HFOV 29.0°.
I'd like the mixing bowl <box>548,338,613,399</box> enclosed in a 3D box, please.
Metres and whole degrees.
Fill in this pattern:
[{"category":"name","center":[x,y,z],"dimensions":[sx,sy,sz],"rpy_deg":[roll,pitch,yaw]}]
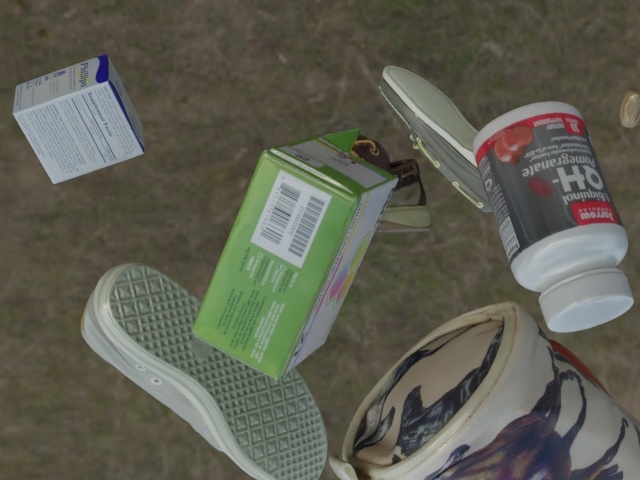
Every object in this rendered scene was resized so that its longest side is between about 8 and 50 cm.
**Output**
[{"category":"mixing bowl","center":[0.201,0.158,1.251],"dimensions":[0.181,0.098,0.181],"rpy_deg":[-13,153,-7]}]

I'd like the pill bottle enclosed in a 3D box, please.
[{"category":"pill bottle","center":[0.352,-0.032,1.844],"dimensions":[0.176,0.319,0.176],"rpy_deg":[-13,157,-6]}]

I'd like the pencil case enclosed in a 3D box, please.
[{"category":"pencil case","center":[0.190,0.219,0.876],"dimensions":[0.410,0.183,0.160],"rpy_deg":[44,158,-20]}]

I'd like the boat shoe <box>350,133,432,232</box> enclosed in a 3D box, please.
[{"category":"boat shoe","center":[0.030,-0.073,1.526],"dimensions":[0.123,0.123,0.342],"rpy_deg":[0,178,37]}]

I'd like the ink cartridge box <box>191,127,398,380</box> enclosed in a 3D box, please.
[{"category":"ink cartridge box","center":[0.000,0.000,1.179],"dimensions":[0.189,0.097,0.255],"rpy_deg":[-67,165,18]}]

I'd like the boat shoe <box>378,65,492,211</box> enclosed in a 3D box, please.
[{"category":"boat shoe","center":[0.204,-0.173,2.087],"dimensions":[0.109,0.305,0.091],"rpy_deg":[-30,160,-51]}]

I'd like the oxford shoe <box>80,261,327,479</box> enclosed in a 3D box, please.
[{"category":"oxford shoe","center":[-0.159,0.194,1.736],"dimensions":[0.449,0.169,0.130],"rpy_deg":[43,145,-24]}]

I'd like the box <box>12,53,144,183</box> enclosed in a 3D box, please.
[{"category":"box","center":[-0.323,-0.163,1.660],"dimensions":[0.137,0.072,0.126],"rpy_deg":[-18,130,5]}]

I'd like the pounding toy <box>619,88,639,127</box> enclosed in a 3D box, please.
[{"category":"pounding toy","center":[0.619,-0.279,2.029],"dimensions":[0.269,0.155,0.154],"rpy_deg":[-11,129,-13]}]
